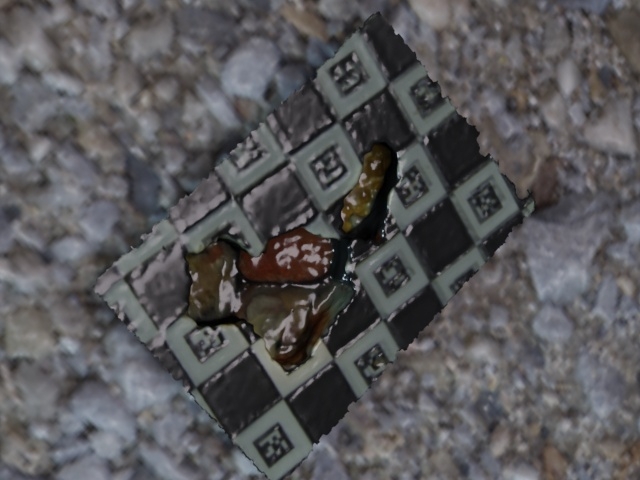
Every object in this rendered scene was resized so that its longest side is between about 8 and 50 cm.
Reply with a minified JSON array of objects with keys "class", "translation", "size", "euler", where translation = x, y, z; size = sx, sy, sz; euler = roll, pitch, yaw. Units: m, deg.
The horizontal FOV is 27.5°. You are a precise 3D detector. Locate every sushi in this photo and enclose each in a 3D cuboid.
[{"class":"sushi","translation":[0.000,0.000,0.637],"size":[0.201,0.031,0.139],"euler":[-45,111,-16]}]
